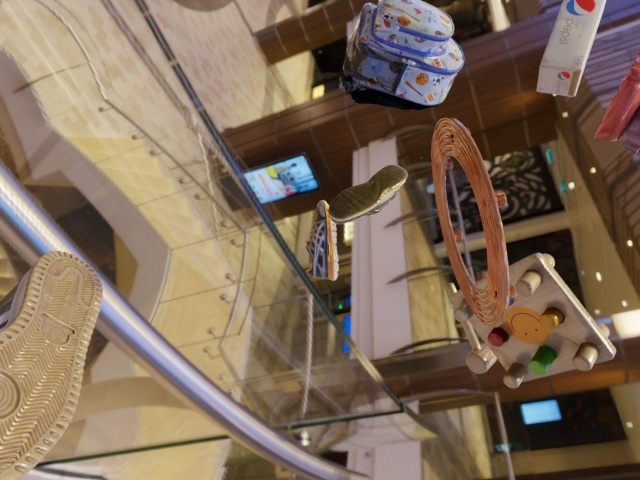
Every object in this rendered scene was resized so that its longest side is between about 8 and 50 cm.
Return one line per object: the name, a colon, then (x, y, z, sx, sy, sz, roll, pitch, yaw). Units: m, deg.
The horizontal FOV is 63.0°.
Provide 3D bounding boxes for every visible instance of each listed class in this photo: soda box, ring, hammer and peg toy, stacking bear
soda box: (0.454, -0.368, 0.938, 0.216, 0.069, 0.074, -65, 155, -16)
ring: (0.237, -0.030, 0.827, 0.336, 0.032, 0.336, -12, 90, -88)
hammer and peg toy: (0.412, 0.193, 1.160, 0.127, 0.361, 0.266, -35, 87, -39)
stacking bear: (0.583, -0.168, 0.767, 0.175, 0.289, 0.164, -50, 157, -30)

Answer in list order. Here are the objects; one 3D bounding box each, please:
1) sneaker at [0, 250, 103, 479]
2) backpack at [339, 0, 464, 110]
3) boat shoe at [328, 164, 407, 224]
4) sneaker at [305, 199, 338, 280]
sneaker: (-0.294, 0.136, 0.466, 0.099, 0.153, 0.282, 43, 16, -25)
backpack: (0.204, -0.445, 1.231, 0.263, 0.213, 0.276, 22, 50, -12)
boat shoe: (0.111, -0.090, 1.178, 0.080, 0.223, 0.073, 38, -31, 30)
sneaker: (0.000, 0.000, 1.386, 0.084, 0.083, 0.214, 24, 63, -77)
